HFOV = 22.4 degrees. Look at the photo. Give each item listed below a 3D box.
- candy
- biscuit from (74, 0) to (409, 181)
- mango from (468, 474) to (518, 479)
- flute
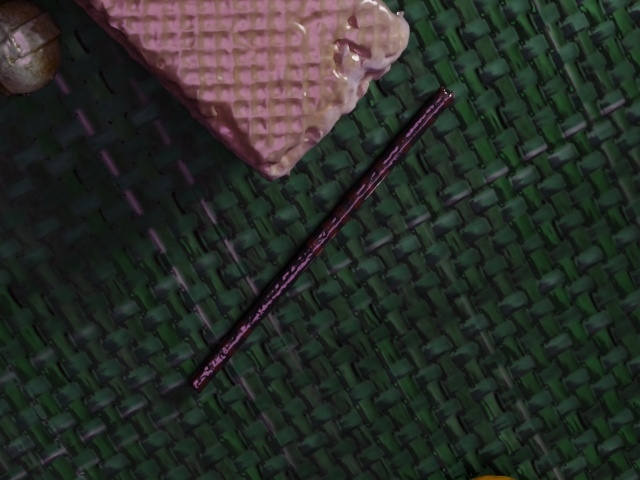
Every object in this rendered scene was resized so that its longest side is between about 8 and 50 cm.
[{"bbox_3d":[-0.228,-0.176,0.981,0.061,0.061,0.202,-35,102,0],"label":"candy"},{"bbox_3d":[-0.131,-0.221,0.966,0.144,0.078,0.426,-45,111,3],"label":"biscuit"},{"bbox_3d":[0.157,0.236,1.168,0.098,0.075,0.190,-45,117,10],"label":"mango"},{"bbox_3d":[0.000,0.000,1.094,0.014,0.014,0.269,39,95,-19],"label":"flute"}]
